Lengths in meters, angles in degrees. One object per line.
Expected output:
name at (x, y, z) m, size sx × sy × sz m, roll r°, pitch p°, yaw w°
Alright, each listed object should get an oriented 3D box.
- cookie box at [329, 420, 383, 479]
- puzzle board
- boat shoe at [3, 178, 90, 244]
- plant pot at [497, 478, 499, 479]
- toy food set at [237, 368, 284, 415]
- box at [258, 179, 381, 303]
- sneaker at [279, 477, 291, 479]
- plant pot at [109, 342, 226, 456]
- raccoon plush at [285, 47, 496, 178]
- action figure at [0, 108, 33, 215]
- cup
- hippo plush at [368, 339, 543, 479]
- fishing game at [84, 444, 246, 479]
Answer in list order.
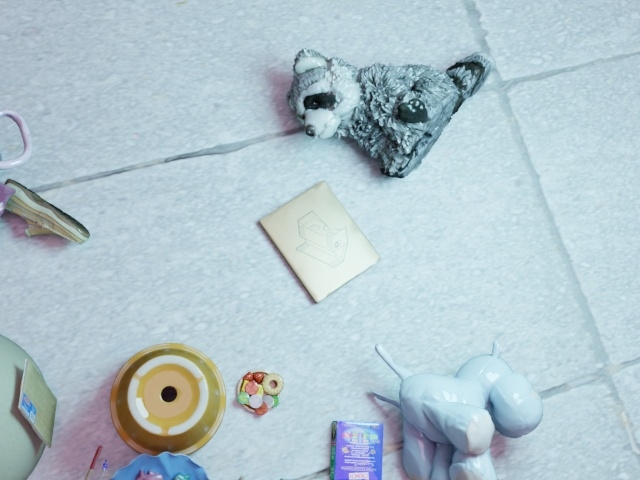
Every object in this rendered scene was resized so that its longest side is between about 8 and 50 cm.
cookie box at (0.067, 0.391, 1.385) m, size 0.092 × 0.040 × 0.107 m, roll 6°, pitch 74°, yaw -10°
puzzle board at (-0.469, 0.270, 1.236) m, size 0.011 × 0.128 × 0.096 m, roll -11°, pitch 46°, yaw 0°
boat shoe at (-0.515, -0.036, 1.378) m, size 0.190 × 0.068 × 0.072 m, roll 32°, pitch 85°, yaw 11°
plant pot at (0.280, 0.572, 1.309) m, size 0.230 × 0.215 × 0.215 m, roll -35°, pitch 84°, yaw -4°
toy food set at (-0.113, 0.281, 1.390) m, size 0.083 × 0.020 × 0.082 m, roll 19°, pitch 73°, yaw -6°
box at (0.000, 0.000, 1.488) m, size 0.164 × 0.021 × 0.201 m, roll -34°, pitch 83°, yaw -18°
sneaker at (-0.045, 0.568, 1.288) m, size 0.121 × 0.108 × 0.302 m, roll 8°, pitch 82°, yaw -10°
plant pot at (-0.258, 0.270, 1.276) m, size 0.205 × 0.188 × 0.205 m, roll 3°, pitch 75°, yaw -11°
raccoon plush at (0.131, -0.314, 1.557) m, size 0.299 × 0.216 × 0.446 m, roll 35°, pitch 41°, yaw 14°
action figure at (-0.678, -0.095, 1.203) m, size 0.276 × 0.370 × 0.248 m, roll -40°, pitch 62°, yaw 20°
cup at (-0.614, 0.281, 1.178) m, size 0.331 × 0.237 × 0.331 m, roll 3°, pitch 74°, yaw -11°
hippo plush at (0.270, 0.324, 1.390) m, size 0.237 × 0.234 × 0.294 m, roll -17°, pitch 36°, yaw -32°
fishing game at (-0.274, 0.441, 1.259) m, size 0.264 × 0.041 × 0.189 m, roll 21°, pitch 106°, yaw -18°
